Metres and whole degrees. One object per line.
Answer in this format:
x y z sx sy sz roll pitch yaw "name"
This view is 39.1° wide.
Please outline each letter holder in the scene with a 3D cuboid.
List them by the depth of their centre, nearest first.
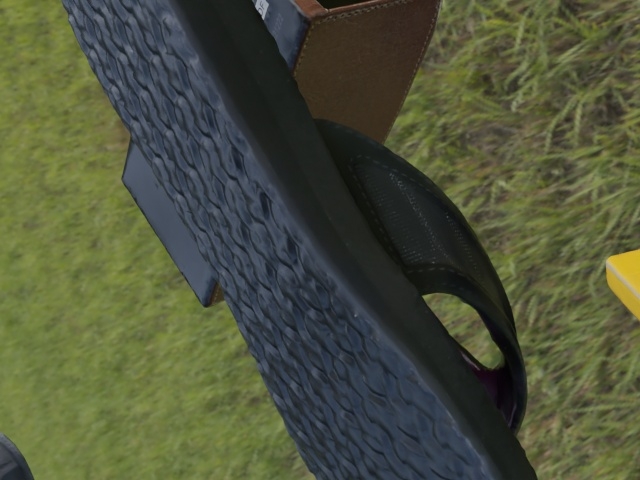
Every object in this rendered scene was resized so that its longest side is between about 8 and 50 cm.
-0.009 -0.119 0.707 0.152 0.214 0.301 54 143 23 "letter holder"

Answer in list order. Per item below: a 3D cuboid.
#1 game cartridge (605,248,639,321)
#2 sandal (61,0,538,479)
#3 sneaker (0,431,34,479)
0.455 0.063 0.823 0.323 0.286 0.052 -99 -6 -67 "game cartridge"
0.019 0.009 0.453 0.445 0.107 0.167 62 153 -3 "sandal"
-0.164 0.131 0.302 0.350 0.148 0.131 -171 62 -73 "sneaker"
